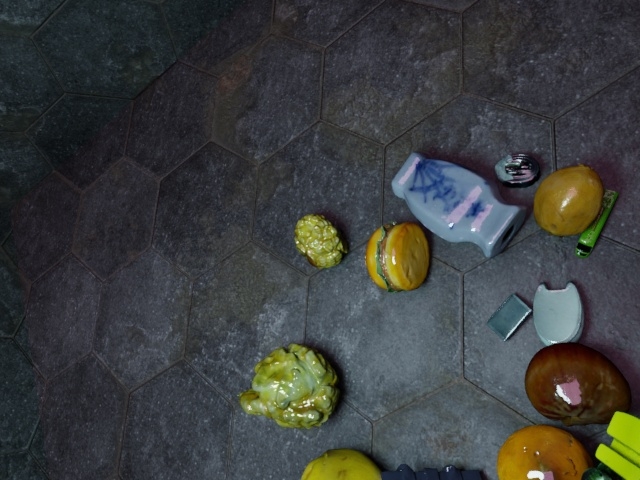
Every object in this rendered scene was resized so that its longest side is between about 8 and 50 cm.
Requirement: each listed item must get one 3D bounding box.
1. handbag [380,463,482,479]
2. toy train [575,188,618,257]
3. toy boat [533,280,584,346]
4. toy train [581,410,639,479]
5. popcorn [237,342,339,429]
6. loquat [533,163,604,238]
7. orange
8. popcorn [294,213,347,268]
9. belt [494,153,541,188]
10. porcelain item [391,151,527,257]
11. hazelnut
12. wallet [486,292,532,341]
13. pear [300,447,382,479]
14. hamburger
[{"bbox_3d":[0.319,0.771,1.281,0.329,0.303,0.122,-100,18,-50],"label":"handbag"},{"bbox_3d":[0.808,-0.049,1.411,0.044,0.042,0.209,25,89,31],"label":"toy train"},{"bbox_3d":[0.692,0.219,1.395,0.134,0.079,0.208,-7,63,29],"label":"toy boat"},{"bbox_3d":[0.805,0.558,1.080,0.442,0.179,0.272,25,90,-12],"label":"toy train"},{"bbox_3d":[-0.095,0.487,1.615,0.335,0.274,0.279,17,83,31],"label":"popcorn"},{"bbox_3d":[0.714,-0.110,1.393,0.176,0.187,0.234,32,124,28],"label":"loquat"},{"bbox_3d":[0.587,0.605,1.237,0.246,0.246,0.246,-8,73,26],"label":"orange"},{"bbox_3d":[0.000,0.002,1.751,0.169,0.189,0.218,-40,56,5],"label":"popcorn"},{"bbox_3d":[0.633,-0.223,1.542,0.140,0.058,0.105,2,74,29],"label":"belt"},{"bbox_3d":[0.434,-0.125,1.553,0.405,0.178,0.242,39,97,33],"label":"porcelain item"},{"bbox_3d":[0.678,0.386,1.265,0.251,0.217,0.217,12,82,9],"label":"hazelnut"},{"bbox_3d":[0.573,0.233,1.459,0.129,0.026,0.088,-55,41,15],"label":"wallet"},{"bbox_3d":[0.093,0.800,1.459,0.285,0.285,0.336,-41,106,13],"label":"pear"},{"bbox_3d":[0.239,0.053,1.576,0.170,0.246,0.246,-3,75,42],"label":"hamburger"}]
